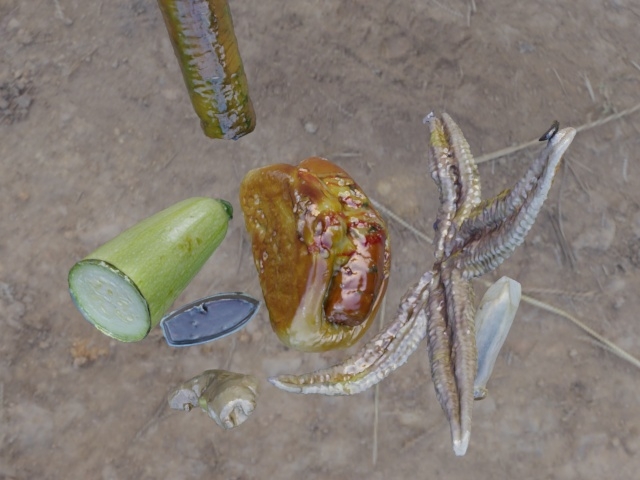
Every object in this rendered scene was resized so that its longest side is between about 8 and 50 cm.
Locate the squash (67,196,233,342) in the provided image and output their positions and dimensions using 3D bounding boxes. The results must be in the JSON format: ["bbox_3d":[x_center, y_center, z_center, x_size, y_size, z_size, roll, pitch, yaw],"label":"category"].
[{"bbox_3d":[-0.148,0.008,0.797,0.094,0.224,0.094,13,122,21],"label":"squash"}]

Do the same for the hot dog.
[{"bbox_3d":[0.000,0.000,0.974,0.150,0.256,0.153,9,144,-42],"label":"hot dog"}]

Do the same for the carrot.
[{"bbox_3d":[-0.107,-0.195,0.700,0.070,0.070,0.260,-5,137,5],"label":"carrot"}]

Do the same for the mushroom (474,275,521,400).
[{"bbox_3d":[0.264,0.156,1.265,0.084,0.071,0.209,26,90,-8],"label":"mushroom"}]

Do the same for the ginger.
[{"bbox_3d":[-0.120,0.182,0.928,0.051,0.069,0.173,48,154,-15],"label":"ginger"}]

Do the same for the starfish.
[{"bbox_3d":[0.114,0.020,0.834,0.132,0.384,0.398,36,84,-9],"label":"starfish"}]

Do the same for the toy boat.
[{"bbox_3d":[-0.146,0.105,1.079,0.140,0.066,0.059,-18,88,-12],"label":"toy boat"}]
